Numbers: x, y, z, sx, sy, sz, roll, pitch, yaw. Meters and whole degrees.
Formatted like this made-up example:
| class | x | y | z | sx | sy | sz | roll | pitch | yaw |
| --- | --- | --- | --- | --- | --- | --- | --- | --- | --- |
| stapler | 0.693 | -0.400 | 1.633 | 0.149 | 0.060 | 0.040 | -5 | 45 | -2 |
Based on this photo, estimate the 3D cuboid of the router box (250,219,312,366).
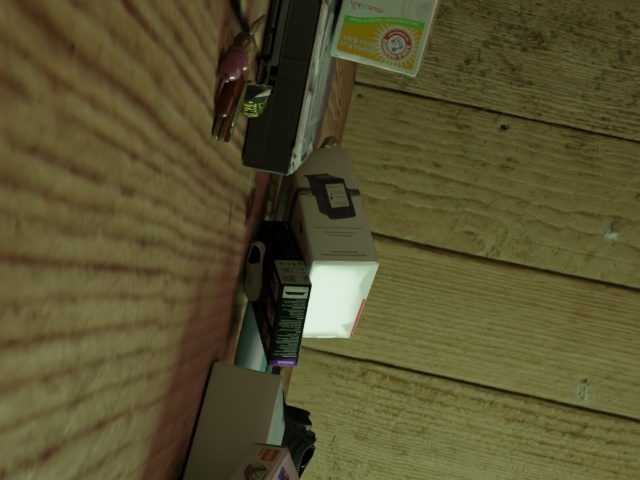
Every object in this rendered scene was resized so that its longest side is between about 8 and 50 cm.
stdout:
| class | x | y | z | sx | sy | sz | roll | pitch | yaw |
| --- | --- | --- | --- | --- | --- | --- | --- | --- | --- |
| router box | -0.059 | 0.070 | 1.264 | 0.179 | 0.046 | 0.133 | -112 | -151 | -58 |

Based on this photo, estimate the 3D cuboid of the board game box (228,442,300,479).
| class | x | y | z | sx | sy | sz | roll | pitch | yaw |
| --- | --- | --- | --- | --- | --- | --- | --- | --- | --- |
| board game box | -0.092 | 0.390 | 0.947 | 0.305 | 0.053 | 0.193 | -53 | 134 | -48 |

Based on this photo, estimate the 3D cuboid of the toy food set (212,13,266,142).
| class | x | y | z | sx | sy | sz | roll | pitch | yaw |
| --- | --- | --- | --- | --- | --- | --- | --- | --- | --- |
| toy food set | -0.078 | -0.138 | 0.791 | 0.078 | 0.019 | 0.122 | -71 | 180 | -67 |

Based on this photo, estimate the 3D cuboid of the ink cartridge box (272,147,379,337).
| class | x | y | z | sx | sy | sz | roll | pitch | yaw |
| --- | --- | --- | --- | --- | --- | --- | --- | --- | --- |
| ink cartridge box | 0.000 | 0.000 | 1.342 | 0.172 | 0.100 | 0.237 | 107 | -21 | -44 |

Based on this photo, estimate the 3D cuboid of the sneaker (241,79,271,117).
| class | x | y | z | sx | sy | sz | roll | pitch | yaw |
| --- | --- | --- | --- | --- | --- | --- | --- | --- | --- |
| sneaker | -0.065 | -0.138 | 0.893 | 0.083 | 0.031 | 0.035 | -68 | 170 | -76 |

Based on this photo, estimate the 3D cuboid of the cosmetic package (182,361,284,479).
| class | x | y | z | sx | sy | sz | roll | pitch | yaw |
| --- | --- | --- | --- | --- | --- | --- | --- | --- | --- |
| cosmetic package | -0.130 | 0.377 | 1.149 | 0.284 | 0.097 | 0.377 | 99 | 4 | -66 |

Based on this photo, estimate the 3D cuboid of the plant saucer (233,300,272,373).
| class | x | y | z | sx | sy | sz | roll | pitch | yaw |
| --- | --- | --- | --- | --- | --- | --- | --- | --- | --- |
| plant saucer | -0.101 | 0.181 | 1.499 | 0.317 | 0.044 | 0.317 | 13 | 90 | -88 |

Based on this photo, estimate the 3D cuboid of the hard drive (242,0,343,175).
| class | x | y | z | sx | sy | sz | roll | pitch | yaw |
| --- | --- | --- | --- | --- | --- | --- | --- | --- | --- |
| hard drive | -0.022 | -0.217 | 1.133 | 0.339 | 0.064 | 0.237 | -61 | 163 | -79 |

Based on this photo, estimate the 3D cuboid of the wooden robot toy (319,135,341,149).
| class | x | y | z | sx | sy | sz | roll | pitch | yaw |
| --- | --- | --- | --- | --- | --- | --- | --- | --- | --- |
| wooden robot toy | -0.018 | -0.135 | 1.877 | 0.079 | 0.076 | 0.173 | -10 | -117 | 54 |

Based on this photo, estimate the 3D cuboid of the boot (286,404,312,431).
| class | x | y | z | sx | sy | sz | roll | pitch | yaw |
| --- | --- | --- | --- | --- | --- | --- | --- | --- | --- |
| boot | -0.078 | 0.444 | 1.809 | 0.189 | 0.076 | 0.208 | -129 | -128 | -86 |

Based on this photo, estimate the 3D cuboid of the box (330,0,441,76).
| class | x | y | z | sx | sy | sz | roll | pitch | yaw |
| --- | --- | --- | --- | --- | --- | --- | --- | --- | --- |
| box | 0.094 | -0.314 | 1.104 | 0.103 | 0.114 | 0.203 | -60 | 166 | -71 |

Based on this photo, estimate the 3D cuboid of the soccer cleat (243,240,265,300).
| class | x | y | z | sx | sy | sz | roll | pitch | yaw |
| --- | --- | --- | --- | --- | --- | --- | --- | --- | --- |
| soccer cleat | -0.091 | 0.042 | 1.231 | 0.035 | 0.029 | 0.083 | 7 | 91 | -79 |

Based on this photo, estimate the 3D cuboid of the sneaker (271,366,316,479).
| class | x | y | z | sx | sy | sz | roll | pitch | yaw |
| --- | --- | --- | --- | --- | --- | --- | --- | --- | --- |
| sneaker | -0.073 | 0.340 | 1.696 | 0.104 | 0.147 | 0.296 | 96 | 5 | -48 |
